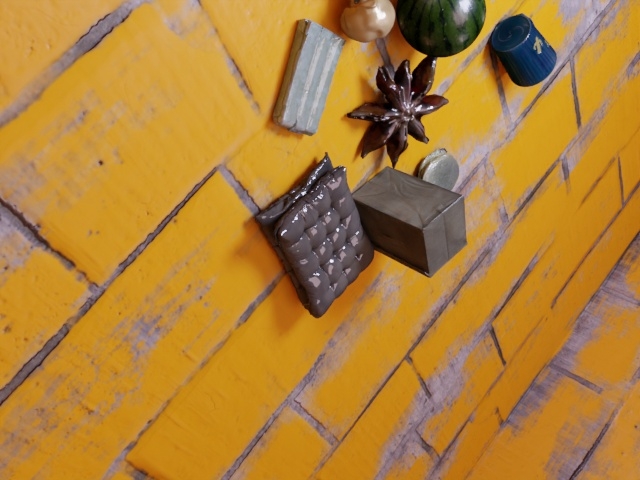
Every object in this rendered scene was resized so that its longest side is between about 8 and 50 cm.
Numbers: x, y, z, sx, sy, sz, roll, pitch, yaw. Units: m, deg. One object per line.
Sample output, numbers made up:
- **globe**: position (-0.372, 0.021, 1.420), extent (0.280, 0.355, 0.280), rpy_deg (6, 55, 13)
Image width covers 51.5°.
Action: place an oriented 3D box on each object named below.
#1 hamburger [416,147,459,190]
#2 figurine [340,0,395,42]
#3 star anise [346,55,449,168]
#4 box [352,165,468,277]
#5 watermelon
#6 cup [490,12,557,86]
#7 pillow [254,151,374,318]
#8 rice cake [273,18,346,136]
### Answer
- **hamburger**: position (0.301, -0.168, 1.727), extent (0.140, 0.062, 0.133), rpy_deg (-38, 130, -23)
- **figurine**: position (0.084, -0.487, 1.289), extent (0.108, 0.114, 0.196), rpy_deg (-31, 124, -30)
- **star anise**: position (0.181, -0.301, 1.504), extent (0.288, 0.088, 0.288), rpy_deg (-22, 133, -26)
- **box**: position (0.205, -0.047, 1.561), extent (0.155, 0.231, 0.149), rpy_deg (-38, 134, -25)
- **watermelon**: position (0.251, -0.487, 1.392), extent (0.188, 0.188, 0.215), rpy_deg (-58, 160, -5)
- **cup**: position (0.528, -0.516, 1.737), extent (0.155, 0.131, 0.177), rpy_deg (29, 60, -46)
- **pillow**: position (0.000, 0.000, 1.477), extent (0.228, 0.101, 0.326), rpy_deg (-44, 139, -22)
- **rice cake**: position (-0.024, -0.317, 1.318), extent (0.124, 0.038, 0.211), rpy_deg (10, 104, -48)
